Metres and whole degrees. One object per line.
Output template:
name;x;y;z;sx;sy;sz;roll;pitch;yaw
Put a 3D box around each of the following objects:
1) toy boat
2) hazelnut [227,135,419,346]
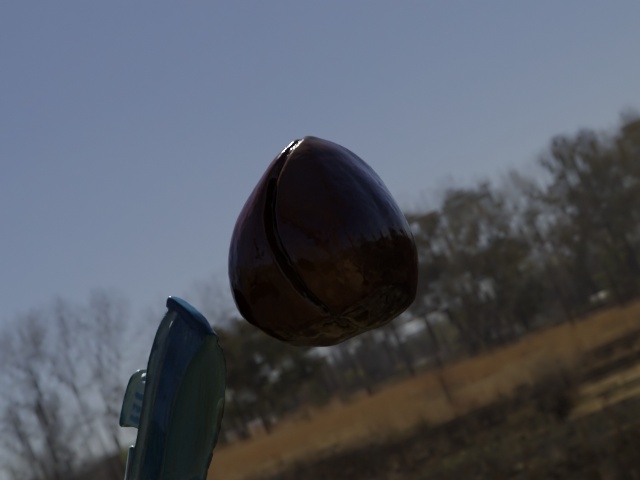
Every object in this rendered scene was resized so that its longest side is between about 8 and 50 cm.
toy boat;-0.163;0.163;1.556;0.102;0.215;0.088;14;5;34
hazelnut;0.000;0.000;1.508;0.208;0.208;0.208;-23;-6;-3
